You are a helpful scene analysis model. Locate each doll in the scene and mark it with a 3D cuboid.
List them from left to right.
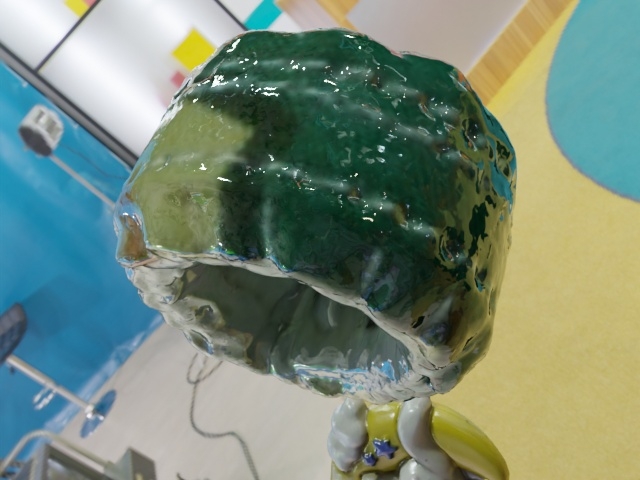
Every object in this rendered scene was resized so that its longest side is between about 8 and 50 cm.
[{"bbox_3d":[0.121,0.301,0.878,0.237,0.252,0.111,0,17,18],"label":"doll"}]

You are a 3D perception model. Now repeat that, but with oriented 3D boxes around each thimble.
[{"bbox_3d":[0.000,0.000,0.489,0.288,0.254,0.167,79,-152,-62],"label":"thimble"}]
